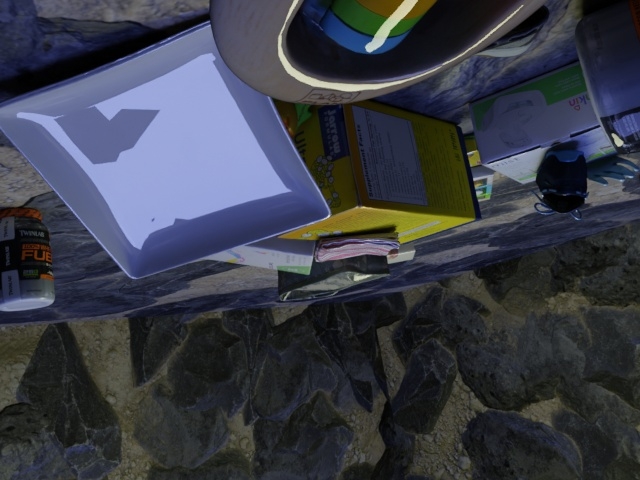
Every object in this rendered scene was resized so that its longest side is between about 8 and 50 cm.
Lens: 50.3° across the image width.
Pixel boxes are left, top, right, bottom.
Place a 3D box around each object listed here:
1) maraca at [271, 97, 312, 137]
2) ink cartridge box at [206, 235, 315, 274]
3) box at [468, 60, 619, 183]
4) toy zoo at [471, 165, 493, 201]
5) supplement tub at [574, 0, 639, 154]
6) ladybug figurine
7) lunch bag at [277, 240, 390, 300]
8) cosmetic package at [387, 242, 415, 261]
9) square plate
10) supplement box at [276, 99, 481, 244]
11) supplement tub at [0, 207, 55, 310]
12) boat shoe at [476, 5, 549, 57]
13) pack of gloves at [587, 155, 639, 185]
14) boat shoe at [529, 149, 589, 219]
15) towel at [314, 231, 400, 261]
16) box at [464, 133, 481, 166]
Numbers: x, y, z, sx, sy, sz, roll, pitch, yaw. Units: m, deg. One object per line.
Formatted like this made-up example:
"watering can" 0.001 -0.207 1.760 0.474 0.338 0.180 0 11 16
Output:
"maraca" -0.079 -0.176 1.022 0.186 0.099 0.127 -29 165 -31
"ink cartridge box" -0.184 -0.028 1.332 0.354 0.119 0.207 9 167 0
"box" 0.435 -0.207 1.215 0.262 0.126 0.231 -17 165 33
"toy zoo" 0.336 -0.131 1.720 0.193 0.030 0.293 -12 168 10
"supplement tub" 0.525 -0.254 0.874 0.338 0.207 0.207 -17 166 30
"ladybug figurine" 0.058 -0.259 0.573 0.305 0.161 0.449 -3 166 -27
"lunch bag" 0.000 0.000 1.558 0.169 0.235 0.287 6 161 -42
"cosmetic package" 0.094 -0.003 1.833 0.296 0.153 0.129 -12 169 1
"square plate" -0.203 -0.111 0.944 0.344 0.049 0.347 -18 133 12
"supplement box" 0.098 -0.111 1.223 0.195 0.194 0.357 -20 164 41
"supplement tub" -0.597 0.038 1.356 0.117 0.190 0.117 -10 169 -2
"boat shoe" 0.185 -0.269 0.855 0.224 0.080 0.073 -11 164 -21
"pack of gloves" 0.557 -0.189 1.325 0.195 0.046 0.232 -32 -154 -11
"boat shoe" 0.426 -0.088 1.224 0.109 0.088 0.258 0 170 25
"towel" 0.064 0.018 1.268 0.144 0.029 0.197 -5 171 -4
"box" 0.279 -0.177 1.435 0.179 0.043 0.105 -13 168 27
